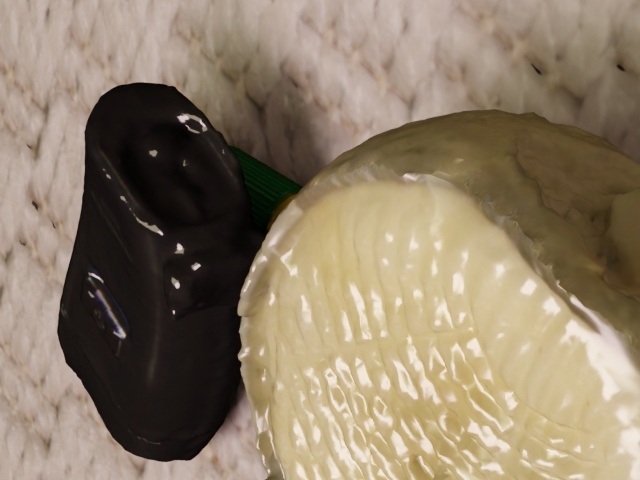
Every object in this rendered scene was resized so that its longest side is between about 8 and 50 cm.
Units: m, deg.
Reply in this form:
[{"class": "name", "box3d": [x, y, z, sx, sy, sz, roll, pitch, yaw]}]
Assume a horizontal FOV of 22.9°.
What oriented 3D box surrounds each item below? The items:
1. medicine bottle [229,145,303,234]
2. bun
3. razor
[{"class": "medicine bottle", "box3d": [0.000, 0.000, 1.141, 0.260, 0.064, 0.095, 35, 126, 42]}, {"class": "bun", "box3d": [0.131, 0.092, 0.921, 0.364, 0.202, 0.364, 22, 123, 39]}, {"class": "razor", "box3d": [-0.123, 0.032, 1.209, 0.189, 0.107, 0.327, 54, 152, 22]}]
